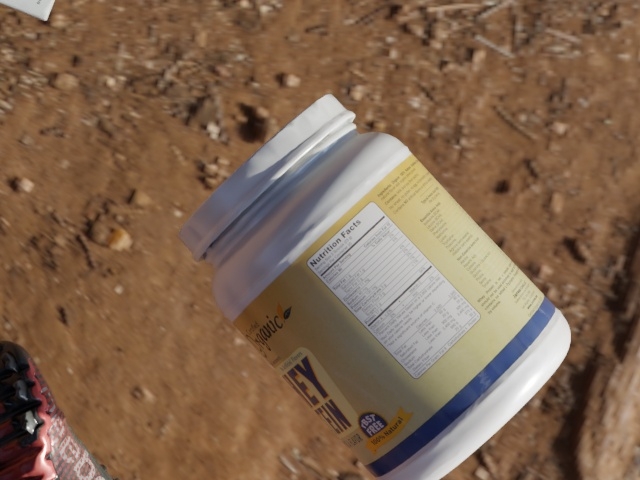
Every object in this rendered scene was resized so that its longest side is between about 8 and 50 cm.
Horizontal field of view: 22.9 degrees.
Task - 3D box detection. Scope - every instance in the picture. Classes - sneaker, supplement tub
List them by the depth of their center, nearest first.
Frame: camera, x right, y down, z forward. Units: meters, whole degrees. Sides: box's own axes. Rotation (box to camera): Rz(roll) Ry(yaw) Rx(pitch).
[{"bbox_3d":[0.046,0.046,1.431,0.228,0.228,0.316,-43,88,-10],"label":"supplement tub"},{"bbox_3d":[-0.259,0.226,1.501,0.098,0.135,0.276,-24,80,22],"label":"sneaker"}]

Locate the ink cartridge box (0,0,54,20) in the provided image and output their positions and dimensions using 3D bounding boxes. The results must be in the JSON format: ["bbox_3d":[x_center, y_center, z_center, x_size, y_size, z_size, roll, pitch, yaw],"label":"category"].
[{"bbox_3d":[-0.345,-0.285,1.493,0.208,0.153,0.087,21,94,-14],"label":"ink cartridge box"}]
